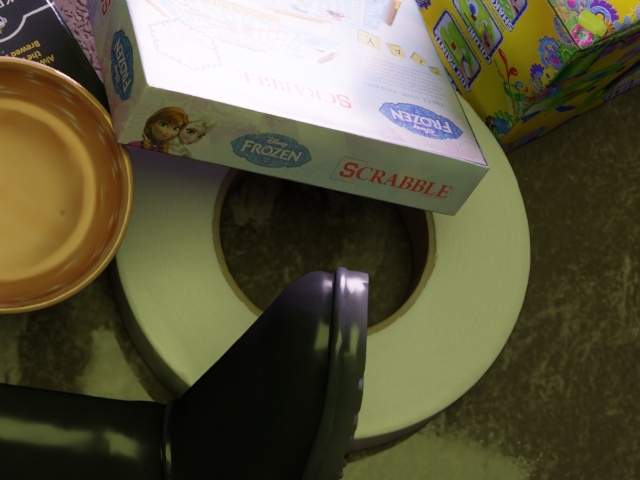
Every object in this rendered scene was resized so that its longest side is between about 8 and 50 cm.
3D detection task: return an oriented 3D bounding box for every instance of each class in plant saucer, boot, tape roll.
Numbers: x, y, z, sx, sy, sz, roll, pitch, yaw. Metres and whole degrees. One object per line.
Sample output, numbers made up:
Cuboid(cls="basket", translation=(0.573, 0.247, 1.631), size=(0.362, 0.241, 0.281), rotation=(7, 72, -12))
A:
Cuboid(cls="plant saucer", translation=(-0.244, -0.040, 1.252), size=(0.200, 0.037, 0.200), rotation=(3, 79, -16))
Cuboid(cls="boot", translation=(-0.210, 0.135, 1.281), size=(0.445, 0.367, 0.146), rotation=(11, 40, -7))
Cuboid(cls="tape roll", translation=(0.000, 0.000, 1.509), size=(0.392, 0.072, 0.392), rotation=(4, 70, -10))

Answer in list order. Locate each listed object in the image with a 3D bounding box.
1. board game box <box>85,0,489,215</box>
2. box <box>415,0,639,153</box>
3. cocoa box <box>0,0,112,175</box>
Cuboid(cls="board game box", translation=(-0.043, -0.177, 1.406), size=(0.318, 0.066, 0.318), rotation=(12, 40, -28))
Cuboid(cls="box", translation=(0.265, -0.247, 1.534), size=(0.290, 0.279, 0.177), rotation=(-27, 79, -19))
Cuboid(cls="cocoa box", translation=(-0.368, -0.070, 1.369), size=(0.347, 0.231, 0.228), rotation=(-30, 83, -19))
